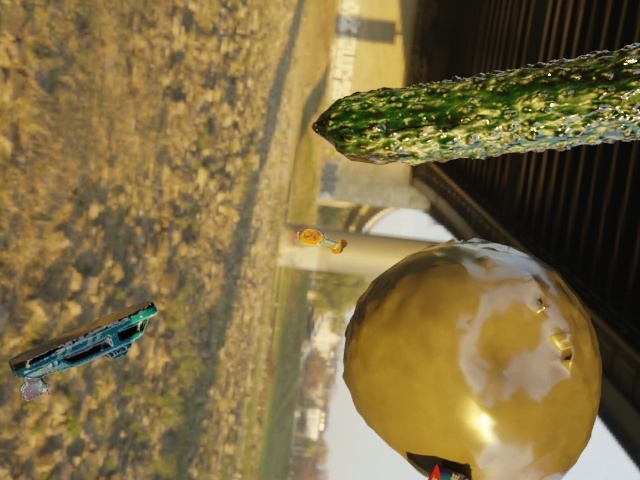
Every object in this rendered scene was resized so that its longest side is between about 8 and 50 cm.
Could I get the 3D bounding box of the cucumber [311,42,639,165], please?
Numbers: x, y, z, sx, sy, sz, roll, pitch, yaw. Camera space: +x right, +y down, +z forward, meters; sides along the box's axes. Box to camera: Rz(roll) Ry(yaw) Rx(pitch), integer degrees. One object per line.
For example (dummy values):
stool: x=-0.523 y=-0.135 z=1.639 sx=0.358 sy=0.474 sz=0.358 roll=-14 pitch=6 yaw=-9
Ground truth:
cucumber: x=0.159 y=-0.126 z=0.870 sx=0.096 sy=0.359 sz=0.096 roll=-6 pitch=90 yaw=-73

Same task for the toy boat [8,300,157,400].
toy boat: x=-0.452 y=0.215 z=1.688 sx=0.134 sy=0.299 sz=0.092 roll=-11 pitch=-78 yaw=66

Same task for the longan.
longan: x=0.257 y=0.200 z=1.416 sx=0.404 sy=0.436 sz=0.404 roll=-37 pitch=150 yaw=-25

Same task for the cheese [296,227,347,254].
cheese: x=0.000 y=0.001 z=1.676 sx=0.047 sy=0.111 sz=0.017 roll=-57 pitch=149 yaw=-26

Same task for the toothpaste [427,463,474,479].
toothpaste: x=0.203 y=0.470 z=1.337 sx=0.076 sy=0.066 sz=0.320 roll=-52 pitch=145 yaw=-34
